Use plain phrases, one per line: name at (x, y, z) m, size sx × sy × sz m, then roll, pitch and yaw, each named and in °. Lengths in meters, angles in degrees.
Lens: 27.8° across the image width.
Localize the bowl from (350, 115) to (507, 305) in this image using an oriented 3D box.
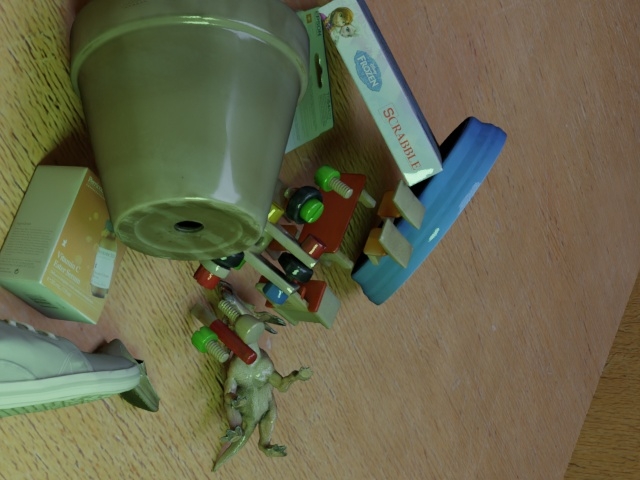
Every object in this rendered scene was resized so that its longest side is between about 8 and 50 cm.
bowl at (0.188, -0.059, 2.332) m, size 0.077 × 0.391 × 0.391 m, roll 37°, pitch 50°, yaw -2°

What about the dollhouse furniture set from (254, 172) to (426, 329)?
dollhouse furniture set at (0.000, 0.000, 2.085) m, size 0.135 × 0.262 × 0.259 m, roll 48°, pitch 55°, yaw -46°

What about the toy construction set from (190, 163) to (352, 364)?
toy construction set at (-0.153, 0.005, 1.917) m, size 0.257 × 0.237 × 0.309 m, roll -18°, pitch 137°, yaw -45°

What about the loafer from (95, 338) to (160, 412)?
loafer at (-0.270, 0.196, 1.863) m, size 0.050 × 0.056 × 0.148 m, roll -59°, pitch 140°, yaw -27°

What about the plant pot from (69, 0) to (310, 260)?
plant pot at (-0.169, -0.138, 1.672) m, size 0.323 × 0.323 × 0.280 m, roll 37°, pitch 44°, yaw -53°

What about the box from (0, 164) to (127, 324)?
box at (-0.334, 0.005, 1.705) m, size 0.130 × 0.091 × 0.170 m, roll 45°, pitch 57°, yaw -50°

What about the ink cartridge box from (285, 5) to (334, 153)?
ink cartridge box at (-0.060, -0.264, 2.155) m, size 0.224 × 0.045 × 0.223 m, roll -32°, pitch 121°, yaw -53°

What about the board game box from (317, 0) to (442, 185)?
board game box at (0.106, -0.262, 2.169) m, size 0.319 × 0.066 × 0.318 m, roll 62°, pitch 9°, yaw -6°

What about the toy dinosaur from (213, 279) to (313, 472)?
toy dinosaur at (-0.113, 0.224, 2.074) m, size 0.127 × 0.200 × 0.296 m, roll 2°, pitch 119°, yaw -20°

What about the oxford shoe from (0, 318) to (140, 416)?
oxford shoe at (-0.385, 0.153, 1.594) m, size 0.449 × 0.169 × 0.130 m, roll 6°, pitch 68°, yaw -57°
